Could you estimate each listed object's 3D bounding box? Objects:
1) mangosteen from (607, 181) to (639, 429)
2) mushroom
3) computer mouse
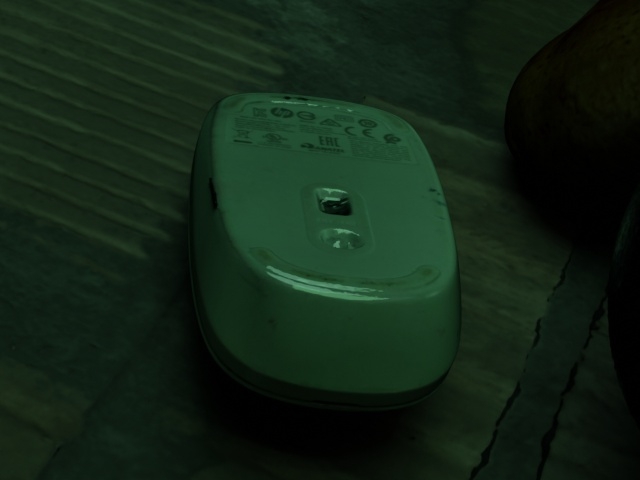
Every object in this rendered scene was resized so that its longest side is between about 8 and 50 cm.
[{"bbox_3d":[0.296,0.035,0.778,0.288,0.288,0.288,8,40,-7],"label":"mangosteen"},{"bbox_3d":[0.255,-0.099,0.980,0.267,0.267,0.255,-7,77,-24],"label":"mushroom"},{"bbox_3d":[-0.001,0.006,0.844,0.159,0.097,0.288,4,29,-9],"label":"computer mouse"}]
